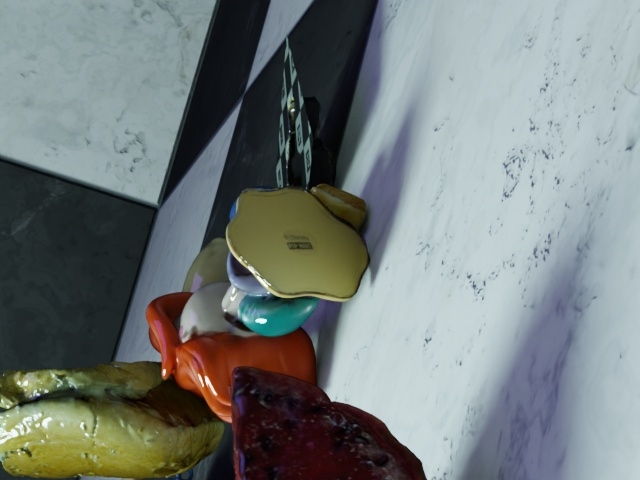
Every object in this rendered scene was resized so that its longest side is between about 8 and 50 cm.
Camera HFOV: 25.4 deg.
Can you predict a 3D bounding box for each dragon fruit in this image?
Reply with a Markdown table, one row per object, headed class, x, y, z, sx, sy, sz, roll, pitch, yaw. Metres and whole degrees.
| class | x | y | z | sx | sy | sz | roll | pitch | yaw |
| --- | --- | --- | --- | --- | --- | --- | --- | --- | --- |
| dragon fruit | 0.024 | 0.256 | 0.960 | 0.205 | 0.152 | 0.317 | 94 | 169 | -53 |

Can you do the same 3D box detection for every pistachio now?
| class | x | y | z | sx | sy | sz | roll | pitch | yaw |
| --- | --- | --- | --- | --- | --- | --- | --- | --- | --- |
| pistachio | -0.112 | 0.105 | 1.756 | 0.136 | 0.136 | 0.226 | 137 | 132 | -66 |

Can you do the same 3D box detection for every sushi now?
| class | x | y | z | sx | sy | sz | roll | pitch | yaw |
| --- | --- | --- | --- | --- | --- | --- | --- | --- | --- |
| sushi | -0.012 | -0.102 | 1.774 | 0.219 | 0.047 | 0.231 | -103 | 15 | -47 |

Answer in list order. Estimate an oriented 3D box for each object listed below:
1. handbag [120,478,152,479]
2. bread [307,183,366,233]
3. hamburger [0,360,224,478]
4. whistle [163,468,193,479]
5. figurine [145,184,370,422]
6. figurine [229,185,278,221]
| class | x | y | z | sx | sy | sz | roll | pitch | yaw |
| --- | --- | --- | --- | --- | --- | --- | --- | --- | --- |
| handbag | -0.244 | 0.384 | 1.617 | 0.283 | 0.133 | 0.401 | -34 | 4 | -17 |
| bread | 0.000 | 0.000 | 1.563 | 0.132 | 0.074 | 0.053 | -62 | 5 | 34 |
| hamburger | -0.222 | 0.205 | 1.620 | 0.309 | 0.211 | 0.132 | 26 | -117 | -72 |
| whistle | -0.196 | 0.373 | 1.873 | 0.090 | 0.090 | 0.158 | 147 | 140 | -71 |
| figurine | -0.077 | 0.090 | 1.505 | 0.257 | 0.208 | 0.181 | -54 | -3 | 40 |
| figurine | -0.062 | 0.004 | 1.731 | 0.086 | 0.087 | 0.149 | -56 | 37 | 40 |
